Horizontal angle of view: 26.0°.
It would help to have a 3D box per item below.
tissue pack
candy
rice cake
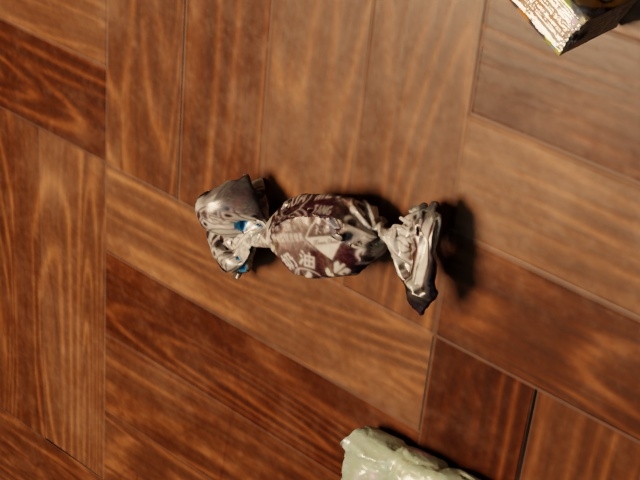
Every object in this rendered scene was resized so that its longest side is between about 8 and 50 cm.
[{"bbox_3d":[0.126,-0.146,0.754,0.083,0.063,0.035,50,138,12],"label":"tissue pack"},{"bbox_3d":[0.000,0.000,0.960,0.226,0.051,0.094,4,122,45],"label":"candy"},{"bbox_3d":[0.058,0.252,1.029,0.127,0.043,0.237,26,127,31],"label":"rice cake"}]
